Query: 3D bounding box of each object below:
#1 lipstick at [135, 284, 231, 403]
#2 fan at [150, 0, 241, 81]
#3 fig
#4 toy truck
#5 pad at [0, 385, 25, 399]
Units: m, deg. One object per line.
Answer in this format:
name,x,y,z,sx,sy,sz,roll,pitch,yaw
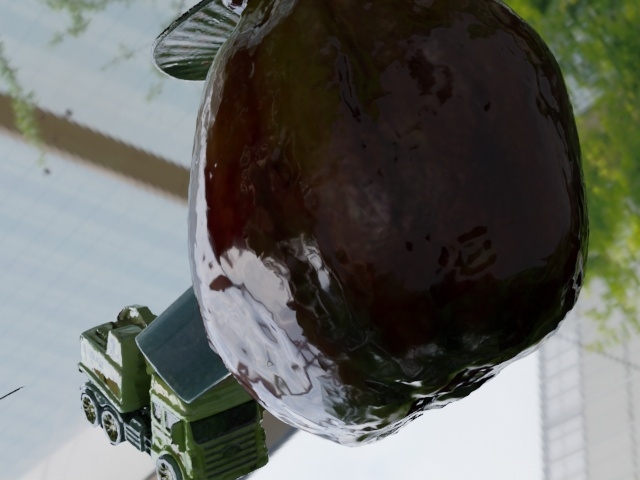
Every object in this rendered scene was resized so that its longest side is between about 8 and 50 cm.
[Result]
lipstick,0.000,0.000,0.899,0.068,0.274,0.061,52,176,-33
fan,-0.035,-0.232,1.435,0.294,0.223,0.012,-5,-115,-44
fig,0.034,-0.023,0.685,0.224,0.224,0.263,-5,-77,-39
toy truck,-0.120,0.109,1.049,0.085,0.191,0.116,-17,-63,-31
pad,-0.374,0.189,1.203,0.243,0.163,0.004,-28,-90,-13
